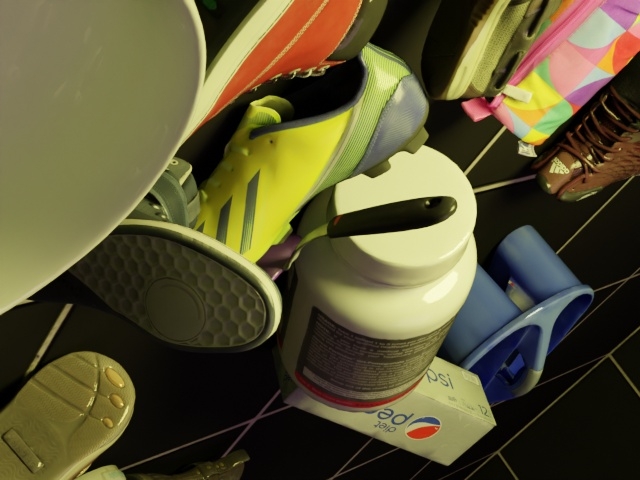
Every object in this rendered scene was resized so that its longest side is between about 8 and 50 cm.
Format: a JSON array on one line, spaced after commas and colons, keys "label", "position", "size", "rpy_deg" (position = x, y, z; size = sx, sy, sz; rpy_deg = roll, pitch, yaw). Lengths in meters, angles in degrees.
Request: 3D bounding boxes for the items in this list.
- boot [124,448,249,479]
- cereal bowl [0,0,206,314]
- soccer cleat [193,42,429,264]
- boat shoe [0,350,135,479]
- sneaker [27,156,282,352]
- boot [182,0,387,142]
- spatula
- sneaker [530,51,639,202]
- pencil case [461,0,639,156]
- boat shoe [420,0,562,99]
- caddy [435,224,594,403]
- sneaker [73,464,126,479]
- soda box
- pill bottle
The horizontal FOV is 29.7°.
[{"label": "boot", "position": [-0.233, 0.395, 1.689], "size": [0.263, 0.091, 0.229], "rpy_deg": [-46, 157, 23]}, {"label": "cereal bowl", "position": [-0.230, -0.070, 0.567], "size": [0.339, 0.141, 0.339], "rpy_deg": [-30, 160, -12]}, {"label": "soccer cleat", "position": [-0.047, -0.061, 0.990], "size": [0.289, 0.093, 0.121], "rpy_deg": [-35, 130, 16]}, {"label": "boat shoe", "position": [-0.312, 0.234, 1.135], "size": [0.324, 0.123, 0.116], "rpy_deg": [-33, 169, -23]}, {"label": "sneaker", "position": [-0.100, 0.001, 0.847], "size": [0.163, 0.226, 0.086], "rpy_deg": [-32, 132, -57]}, {"label": "boot", "position": [-0.061, -0.111, 0.824], "size": [0.244, 0.088, 0.176], "rpy_deg": [-44, 160, 14]}, {"label": "spatula", "position": [0.000, 0.000, 1.020], "size": [0.296, 0.030, 0.084], "rpy_deg": [-17, -152, 47]}, {"label": "sneaker", "position": [0.327, -0.112, 1.393], "size": [0.163, 0.106, 0.281], "rpy_deg": [-29, 160, -6]}, {"label": "pencil case", "position": [0.239, -0.187, 1.096], "size": [0.236, 0.104, 0.104], "rpy_deg": [-46, 157, 25]}, {"label": "boat shoe", "position": [0.149, -0.197, 0.918], "size": [0.074, 0.080, 0.223], "rpy_deg": [1, 137, -27]}, {"label": "caddy", "position": [0.249, 0.138, 1.726], "size": [0.241, 0.179, 0.341], "rpy_deg": [-26, 158, -24]}, {"label": "sneaker", "position": [-0.368, 0.435, 1.483], "size": [0.366, 0.150, 0.135], "rpy_deg": [-38, 159, 9]}, {"label": "soda box", "position": [0.081, 0.185, 1.518], "size": [0.286, 0.091, 0.098], "rpy_deg": [25, 122, -32]}, {"label": "pill bottle", "position": [0.055, 0.039, 1.204], "size": [0.176, 0.176, 0.318], "rpy_deg": [-27, 159, -20]}]
